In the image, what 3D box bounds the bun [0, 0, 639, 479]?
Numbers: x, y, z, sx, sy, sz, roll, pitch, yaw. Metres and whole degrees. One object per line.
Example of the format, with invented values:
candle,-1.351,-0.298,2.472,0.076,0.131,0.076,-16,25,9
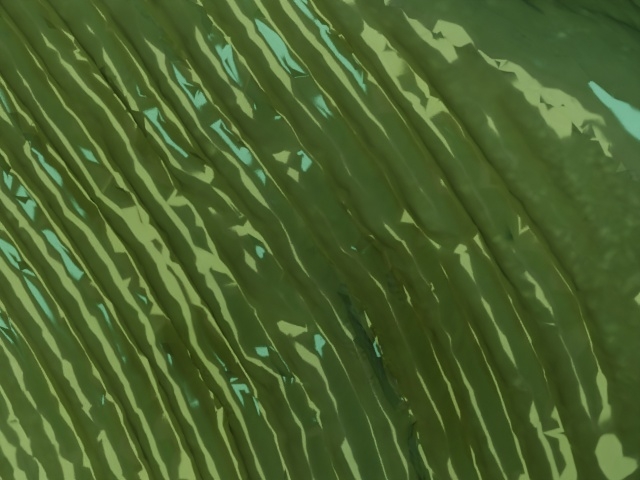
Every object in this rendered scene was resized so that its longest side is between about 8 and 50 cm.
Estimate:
bun,0.000,0.000,0.711,0.353,0.227,0.349,-22,99,16
